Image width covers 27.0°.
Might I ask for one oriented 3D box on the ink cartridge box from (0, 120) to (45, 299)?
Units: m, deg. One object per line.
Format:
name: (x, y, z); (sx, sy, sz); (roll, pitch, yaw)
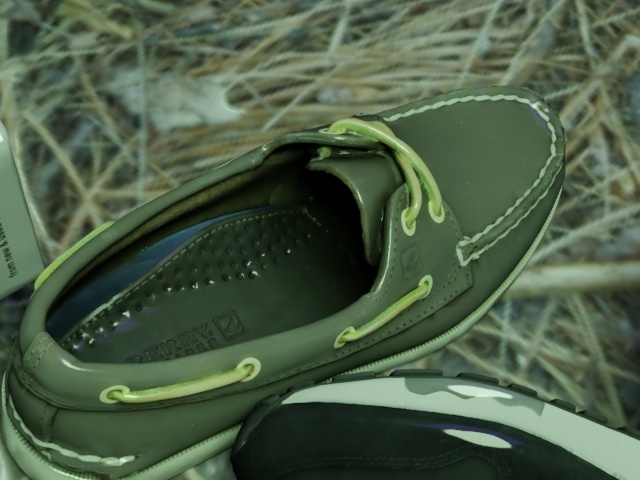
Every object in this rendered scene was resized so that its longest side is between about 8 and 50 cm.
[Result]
ink cartridge box: (-0.272, -0.015, 0.486); (0.273, 0.114, 0.197); (-31, 69, -18)

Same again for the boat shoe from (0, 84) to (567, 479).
boat shoe: (0.003, 0.003, 0.576); (0.305, 0.091, 0.109); (-29, 68, -28)

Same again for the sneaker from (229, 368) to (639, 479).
sneaker: (0.097, 0.140, 0.506); (0.283, 0.107, 0.124); (16, 61, -3)
